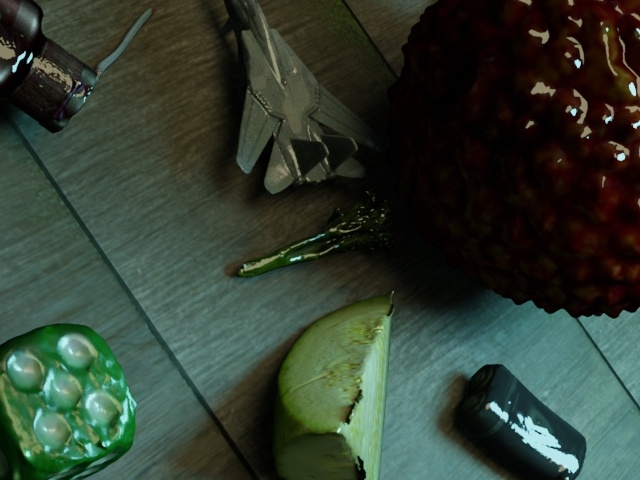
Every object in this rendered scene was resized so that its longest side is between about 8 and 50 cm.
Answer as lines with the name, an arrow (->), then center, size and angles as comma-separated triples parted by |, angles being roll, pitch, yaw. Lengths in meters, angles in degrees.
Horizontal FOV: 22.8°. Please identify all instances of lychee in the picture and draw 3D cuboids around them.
lychee -> 0.277, -0.112, 1.702 | 0.424, 0.500, 0.425 | -4, 54, 5

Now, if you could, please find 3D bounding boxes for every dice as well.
dice -> -0.238, 0.149, 1.316 | 0.131, 0.128, 0.120 | -20, 79, -44

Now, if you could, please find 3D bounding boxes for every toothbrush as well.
toothbrush -> -0.216, -0.188, 1.618 | 0.019, 0.013, 0.193 | 37, 47, -3

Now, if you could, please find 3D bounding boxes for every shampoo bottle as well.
shampoo bottle -> -0.351, -0.216, 1.431 | 0.323, 0.084, 0.129 | 37, 50, -22

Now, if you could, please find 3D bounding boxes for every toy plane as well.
toy plane -> -0.059, -0.173, 1.691 | 0.212, 0.088, 0.267 | -12, 65, -43

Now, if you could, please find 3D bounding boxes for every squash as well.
squash -> 0.011, 0.116, 1.548 | 0.169, 0.093, 0.252 | 71, 21, -53

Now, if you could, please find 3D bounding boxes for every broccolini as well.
broccolini -> -0.009, -0.004, 1.647 | 0.201, 0.074, 0.058 | -12, 35, -30

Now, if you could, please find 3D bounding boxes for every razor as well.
razor -> 0.217, 0.202, 1.695 | 0.148, 0.054, 0.090 | 40, 47, -13
